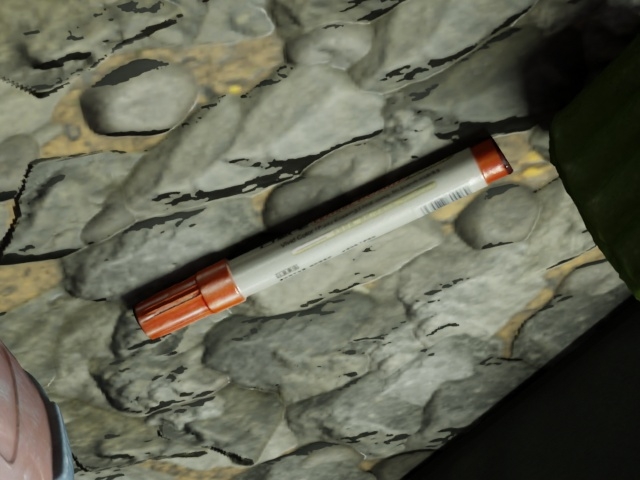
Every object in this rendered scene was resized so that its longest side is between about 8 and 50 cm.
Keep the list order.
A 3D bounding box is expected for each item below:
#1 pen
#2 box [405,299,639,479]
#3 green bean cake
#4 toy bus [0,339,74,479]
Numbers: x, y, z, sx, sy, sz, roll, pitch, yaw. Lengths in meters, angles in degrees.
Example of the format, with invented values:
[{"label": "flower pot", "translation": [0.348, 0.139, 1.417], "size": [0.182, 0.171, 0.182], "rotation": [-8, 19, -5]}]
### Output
[{"label": "pen", "translation": [0.000, 0.000, 1.033], "size": [0.239, 0.028, 0.028], "rotation": [-25, 140, 8]}, {"label": "box", "translation": [0.258, 0.202, 1.226], "size": [0.251, 0.204, 0.345], "rotation": [24, 125, -39]}, {"label": "green bean cake", "translation": [0.238, -0.003, 0.985], "size": [0.214, 0.200, 0.113], "rotation": [30, 113, -38]}, {"label": "toy bus", "translation": [-0.292, 0.132, 0.965], "size": [0.294, 0.197, 0.232], "rotation": [-19, 131, 3]}]
